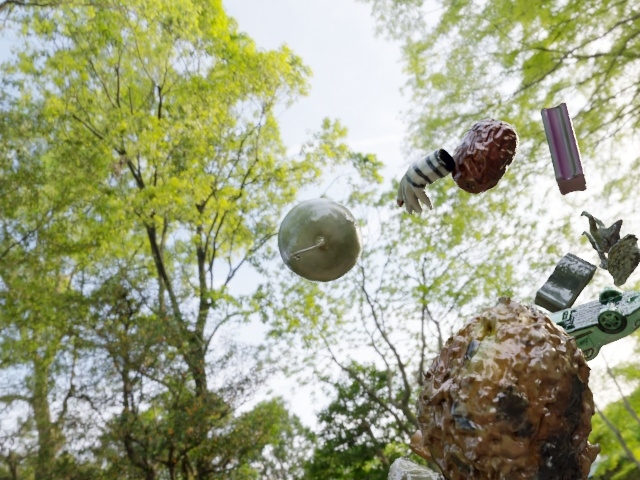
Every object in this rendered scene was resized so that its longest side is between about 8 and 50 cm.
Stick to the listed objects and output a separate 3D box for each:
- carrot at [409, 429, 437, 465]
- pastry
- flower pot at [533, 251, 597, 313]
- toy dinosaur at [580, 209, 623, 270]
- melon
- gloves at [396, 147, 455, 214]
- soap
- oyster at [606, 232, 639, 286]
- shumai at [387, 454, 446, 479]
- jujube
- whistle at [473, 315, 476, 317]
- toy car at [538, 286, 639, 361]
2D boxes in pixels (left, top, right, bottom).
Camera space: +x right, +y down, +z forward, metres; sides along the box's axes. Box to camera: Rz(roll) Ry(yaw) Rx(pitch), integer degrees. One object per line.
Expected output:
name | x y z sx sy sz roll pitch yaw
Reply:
carrot | 0.322 0.562 1.281 0.072 0.205 0.072 -4 -83 -30
pastry | 0.337 0.329 0.915 0.337 0.292 0.406 -15 -71 -34
flower pot | 0.851 0.154 1.720 0.229 0.108 0.103 -47 -35 -12
toy dinosaur | 1.035 -0.007 1.816 0.077 0.162 0.294 -35 -42 3
melon | -0.003 -0.002 1.468 0.271 0.308 0.272 -5 -77 -24
gloves | 0.295 -0.173 1.470 0.131 0.140 0.218 30 -46 -29
soap | 0.606 -0.226 1.235 0.065 0.203 0.122 -14 -20 28
oyster | 0.940 0.057 1.531 0.124 0.064 0.177 -29 -56 6
shumai | 0.258 0.610 1.191 0.120 0.202 0.201 -37 -38 21
jujube | 0.501 -0.261 1.522 0.251 0.174 0.174 -58 -35 -17
whistle | 0.467 0.314 1.442 0.039 0.187 0.039 1 -12 0
toy car | 0.600 0.213 1.151 0.305 0.125 0.136 -27 3 35
